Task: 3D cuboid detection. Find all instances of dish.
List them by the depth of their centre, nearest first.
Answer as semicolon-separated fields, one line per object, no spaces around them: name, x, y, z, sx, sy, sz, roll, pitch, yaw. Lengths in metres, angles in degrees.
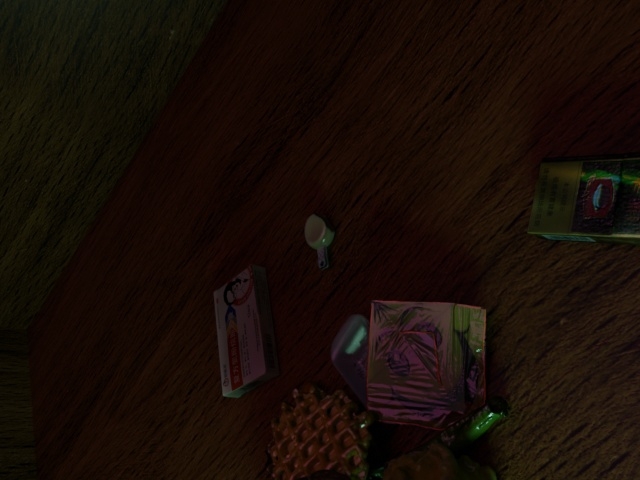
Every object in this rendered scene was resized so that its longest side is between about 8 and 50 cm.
dish;0.118;0.282;1.476;0.154;0.064;0.234;-59;43;15

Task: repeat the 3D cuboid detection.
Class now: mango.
mango;-0.028;0.423;1.596;0.079;0.057;0.114;-14;63;53

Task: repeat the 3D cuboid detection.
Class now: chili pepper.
chili pepper;0.238;0.429;1.273;0.359;0.085;0.076;-42;76;28

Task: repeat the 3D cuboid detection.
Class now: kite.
kite;0.210;0.257;1.337;0.377;0.013;0.327;-46;68;21

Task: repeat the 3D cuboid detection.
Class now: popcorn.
popcorn;0.212;0.521;1.155;0.293;0.237;0.293;-17;66;43

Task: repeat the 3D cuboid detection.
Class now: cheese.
cheese;0.004;-0.005;1.719;0.092;0.047;0.171;-49;45;29

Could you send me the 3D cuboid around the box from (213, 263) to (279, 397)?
box;-0.232;0.275;1.875;0.214;0.069;0.353;-35;51;36

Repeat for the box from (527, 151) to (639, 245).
box;0.521;-0.076;1.148;0.240;0.071;0.159;3;77;48

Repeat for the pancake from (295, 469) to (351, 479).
pancake;-0.027;0.561;1.220;0.250;0.031;0.250;-20;24;9

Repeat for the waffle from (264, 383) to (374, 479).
waffle;-0.017;0.482;1.405;0.311;0.060;0.307;8;67;47

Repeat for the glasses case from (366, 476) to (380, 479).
glasses case;0.075;0.643;1.408;0.075;0.049;0.218;23;94;49
